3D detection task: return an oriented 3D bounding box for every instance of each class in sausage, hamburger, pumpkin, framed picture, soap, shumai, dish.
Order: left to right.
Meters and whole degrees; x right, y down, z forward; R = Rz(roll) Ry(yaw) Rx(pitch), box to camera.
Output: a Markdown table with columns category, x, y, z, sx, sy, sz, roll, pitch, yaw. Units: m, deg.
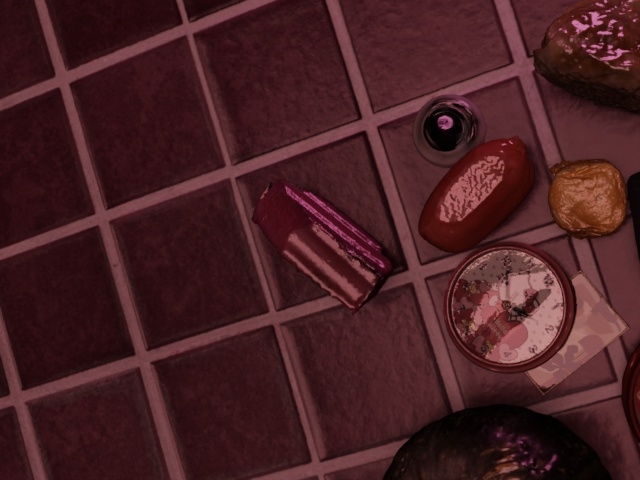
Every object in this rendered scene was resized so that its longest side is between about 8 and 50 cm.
| category | x | y | z | sx | sy | sz | roll | pitch | yaw |
| --- | --- | --- | --- | --- | --- | --- | --- | --- | --- |
| soap | 0.000 | 0.000 | 1.963 | 0.289 | 0.182 | 0.112 | 40 | 102 | 7 |
| dish | 0.234 | -0.208 | 1.945 | 0.141 | 0.078 | 0.141 | 0 | 89 | 16 |
| sausage | 0.287 | -0.082 | 1.901 | 0.148 | 0.148 | 0.254 | 43 | 99 | 12 |
| pumpkin | 0.305 | 0.507 | 1.784 | 0.454 | 0.344 | 0.454 | -7 | 79 | 38 |
| framed picture | 0.444 | 0.170 | 1.915 | 0.201 | 0.010 | 0.136 | -41 | 79 | 12 |
| hamburger | 0.478 | -0.076 | 1.870 | 0.138 | 0.083 | 0.147 | -7 | 89 | 13 |
| shumai | 0.519 | -0.363 | 1.754 | 0.314 | 0.267 | 0.262 | 13 | 92 | -25 |

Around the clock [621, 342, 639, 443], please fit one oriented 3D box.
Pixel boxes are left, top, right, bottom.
| category | x | y | z | sx | sy | sz | roll | pitch | yaw |
| --- | --- | --- | --- | --- | --- | --- | --- | --- | --- |
| clock | 0.683 | 0.274 | 1.796 | 0.318 | 0.080 | 0.319 | 5 | 105 | 20 |

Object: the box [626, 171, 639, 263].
| category | x | y | z | sx | sy | sz | roll | pitch | yaw |
| --- | --- | --- | --- | --- | --- | --- | --- | --- | --- |
| box | 0.711 | -0.048 | 1.769 | 0.350 | 0.058 | 0.211 | -11 | 59 | 17 |

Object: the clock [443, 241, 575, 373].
| category | x | y | z | sx | sy | sz | roll | pitch | yaw |
| --- | --- | --- | --- | --- | --- | --- | --- | --- | --- |
| clock | 0.343 | 0.123 | 1.917 | 0.244 | 0.056 | 0.244 | -3 | 83 | 22 |
